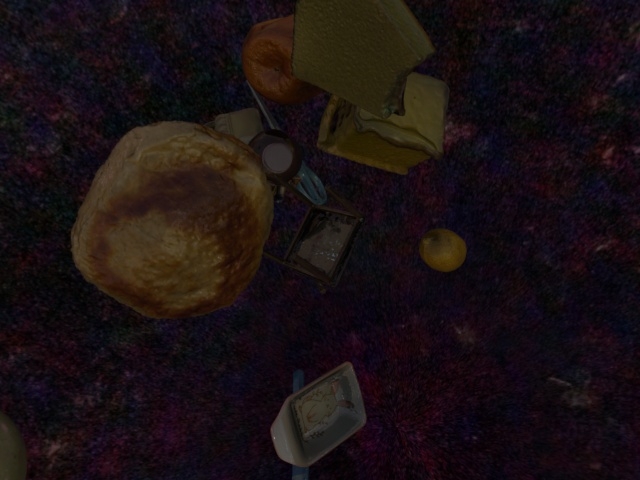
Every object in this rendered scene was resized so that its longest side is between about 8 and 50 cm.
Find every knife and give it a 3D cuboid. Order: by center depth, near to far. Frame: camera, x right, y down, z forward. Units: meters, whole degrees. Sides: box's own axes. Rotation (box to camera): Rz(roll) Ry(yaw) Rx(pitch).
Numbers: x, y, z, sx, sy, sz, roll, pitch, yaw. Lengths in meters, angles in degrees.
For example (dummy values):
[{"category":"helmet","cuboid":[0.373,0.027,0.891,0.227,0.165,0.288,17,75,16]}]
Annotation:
[{"category":"knife","cuboid":[-0.046,0.440,1.157,0.044,0.026,0.296,-24,55,36]}]

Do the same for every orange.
[{"category":"orange","cuboid":[-0.075,-0.474,1.332,0.249,0.249,0.183,17,51,14]}]

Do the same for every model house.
[{"category":"model house","cuboid":[0.108,-0.212,0.997,0.194,0.234,0.174,12,69,-20]}]

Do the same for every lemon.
[{"category":"lemon","cuboid":[0.234,0.017,0.983,0.082,0.111,0.082,-22,57,38]}]

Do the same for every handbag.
[{"category":"handbag","cuboid":[-0.278,-0.316,1.571,0.219,0.079,0.256,-12,40,-5]}]

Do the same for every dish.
[{"category":"dish","cuboid":[-0.014,0.365,1.074,0.234,0.064,0.154,-20,98,-41]}]

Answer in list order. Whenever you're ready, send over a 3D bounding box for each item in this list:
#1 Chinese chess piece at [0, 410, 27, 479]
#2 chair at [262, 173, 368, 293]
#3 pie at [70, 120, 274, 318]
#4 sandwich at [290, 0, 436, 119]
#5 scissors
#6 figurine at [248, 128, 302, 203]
[{"category":"Chinese chess piece","cuboid":[-0.615,0.387,0.825,0.251,0.101,0.250,-1,63,2]},{"category":"chair","cuboid":[0.000,0.000,1.095,0.166,0.272,0.188,17,77,39]},{"category":"pie","cuboid":[-0.138,-0.016,0.511,0.205,0.179,0.084,-58,40,2]},{"category":"sandwich","cuboid":[0.061,-0.302,0.695,0.212,0.245,0.063,31,56,19]},{"category":"scissors","cuboid":[-0.113,-0.302,1.559,0.029,0.192,0.447,-30,88,21]},{"category":"figurine","cuboid":[-0.127,-0.190,1.307,0.161,0.275,0.158,40,70,6]}]
